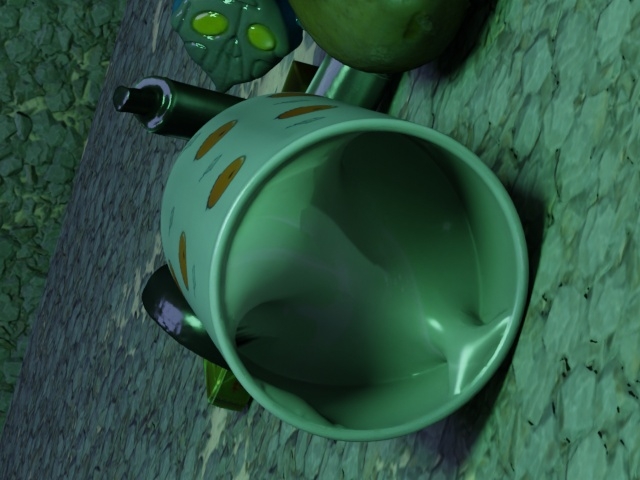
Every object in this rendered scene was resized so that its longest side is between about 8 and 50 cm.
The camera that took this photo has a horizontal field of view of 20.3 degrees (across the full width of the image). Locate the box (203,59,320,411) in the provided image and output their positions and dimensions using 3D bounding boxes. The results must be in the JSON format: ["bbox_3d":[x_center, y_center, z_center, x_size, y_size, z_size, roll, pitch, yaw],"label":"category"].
[{"bbox_3d":[-0.050,-0.004,1.763,0.173,0.043,0.311,-105,33,-59],"label":"box"}]

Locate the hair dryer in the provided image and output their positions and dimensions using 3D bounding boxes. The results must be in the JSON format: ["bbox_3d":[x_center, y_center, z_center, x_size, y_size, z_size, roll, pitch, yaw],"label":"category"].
[{"bbox_3d":[-0.095,-0.052,1.534,0.156,0.284,0.320,47,122,50],"label":"hair dryer"}]

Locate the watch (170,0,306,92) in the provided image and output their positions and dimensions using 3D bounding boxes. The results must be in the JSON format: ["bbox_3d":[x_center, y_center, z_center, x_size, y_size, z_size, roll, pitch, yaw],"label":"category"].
[{"bbox_3d":[-0.030,-0.299,1.688,0.274,0.241,0.305,-72,0,-68],"label":"watch"}]

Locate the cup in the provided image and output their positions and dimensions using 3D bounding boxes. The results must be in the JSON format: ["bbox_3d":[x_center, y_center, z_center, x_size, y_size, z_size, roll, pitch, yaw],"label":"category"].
[{"bbox_3d":[0.000,0.000,1.297,0.317,0.212,0.212,-141,66,-74],"label":"cup"}]

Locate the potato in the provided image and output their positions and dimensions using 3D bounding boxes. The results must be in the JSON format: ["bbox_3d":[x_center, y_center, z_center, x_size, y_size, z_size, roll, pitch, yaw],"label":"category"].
[{"bbox_3d":[0.046,-0.225,1.415,0.160,0.178,0.235,-40,17,-4],"label":"potato"}]
